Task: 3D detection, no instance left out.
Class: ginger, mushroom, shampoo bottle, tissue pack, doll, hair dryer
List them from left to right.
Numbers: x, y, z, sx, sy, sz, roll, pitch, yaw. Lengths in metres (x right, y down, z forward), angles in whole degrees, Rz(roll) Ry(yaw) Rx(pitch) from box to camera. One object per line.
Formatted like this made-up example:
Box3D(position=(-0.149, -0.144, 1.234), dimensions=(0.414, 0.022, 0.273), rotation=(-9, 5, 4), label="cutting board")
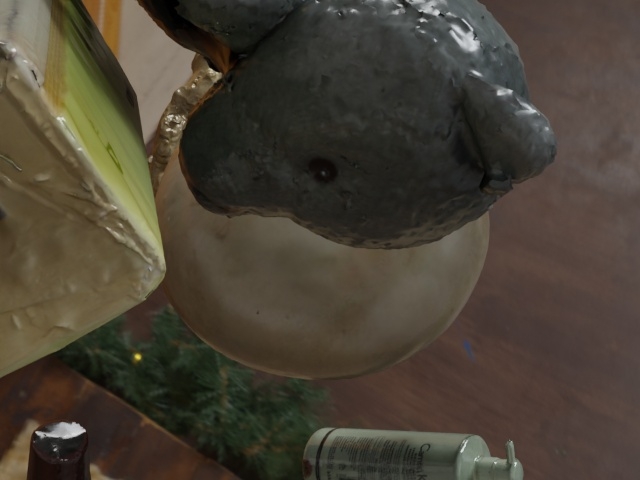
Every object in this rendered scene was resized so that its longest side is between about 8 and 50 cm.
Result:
Box3D(position=(-0.168, -0.036, 0.477), dimensions=(0.159, 0.125, 0.234), rotation=(-28, 27, 1), label="tissue pack")
Box3D(position=(-0.245, 0.396, 1.101), dimensions=(0.123, 0.313, 0.340), rotation=(-7, 45, -23), label="hair dryer")
Box3D(position=(-0.209, -0.168, 1.586), dimensions=(0.065, 0.149, 0.259), rotation=(21, 73, -20), label="ginger")
Box3D(position=(-0.052, -0.101, 0.566), dimensions=(0.340, 0.246, 0.158), rotation=(30, 83, 2), label="doll")
Box3D(position=(0.000, 0.000, 1.180), dimensions=(0.362, 0.295, 0.362), rotation=(1, 49, -1), label="mushroom")
Box3D(position=(0.106, 0.258, 1.224), dimensions=(0.262, 0.085, 0.085), rotation=(-5, 66, 36), label="shampoo bottle")
